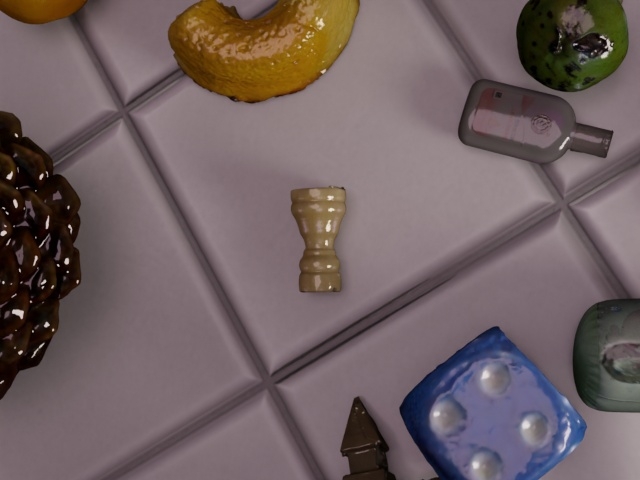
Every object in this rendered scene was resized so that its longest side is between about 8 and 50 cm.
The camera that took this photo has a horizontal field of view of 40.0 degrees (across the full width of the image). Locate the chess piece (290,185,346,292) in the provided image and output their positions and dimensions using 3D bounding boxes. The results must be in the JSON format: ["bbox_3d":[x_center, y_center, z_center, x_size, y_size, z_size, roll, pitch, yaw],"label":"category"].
[{"bbox_3d":[0.000,0.000,1.026,0.066,0.066,0.122,-4,87,14],"label":"chess piece"}]

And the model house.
[{"bbox_3d":[0.050,0.283,0.939,0.180,0.176,0.248,-16,63,13],"label":"model house"}]

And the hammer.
[{"bbox_3d":[0.361,0.225,0.883,0.206,0.119,0.336,0,90,15],"label":"hammer"}]

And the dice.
[{"bbox_3d":[0.176,0.181,0.911,0.146,0.143,0.146,-39,76,7],"label":"dice"}]

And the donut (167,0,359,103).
[{"bbox_3d":[-0.049,-0.262,1.059,0.259,0.101,0.152,-40,81,3],"label":"donut"}]

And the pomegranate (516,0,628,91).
[{"bbox_3d":[0.282,-0.234,0.965,0.122,0.122,0.161,31,54,16],"label":"pomegranate"}]

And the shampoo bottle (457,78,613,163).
[{"bbox_3d":[0.242,-0.127,0.987,0.165,0.040,0.080,17,86,17],"label":"shampoo bottle"}]

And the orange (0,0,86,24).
[{"bbox_3d":[-0.363,-0.348,1.124,0.159,0.159,0.136,9,129,15],"label":"orange"}]

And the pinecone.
[{"bbox_3d":[-0.486,0.028,1.010,0.397,0.398,0.398,-2,82,14],"label":"pinecone"}]
